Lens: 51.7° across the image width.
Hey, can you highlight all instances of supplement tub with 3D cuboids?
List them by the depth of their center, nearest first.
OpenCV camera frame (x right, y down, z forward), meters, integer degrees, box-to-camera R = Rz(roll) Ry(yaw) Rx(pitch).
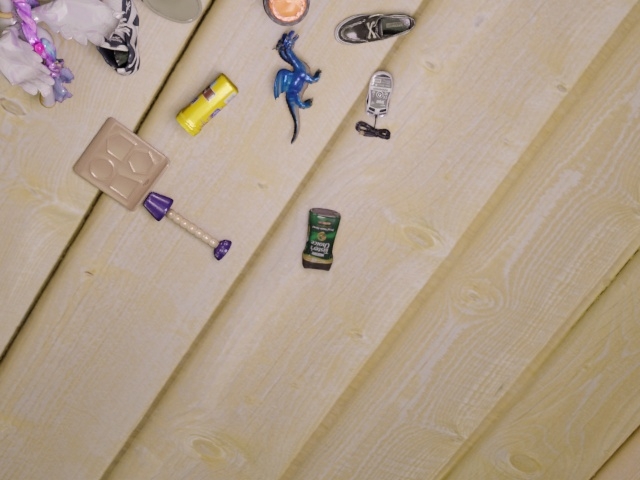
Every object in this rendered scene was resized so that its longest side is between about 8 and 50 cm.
[{"bbox_3d":[-0.088,-0.609,1.687,0.117,0.190,0.117,-2,110,-5],"label":"supplement tub"}]

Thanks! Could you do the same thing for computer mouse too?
[{"bbox_3d":[0.164,-0.386,1.876,0.106,0.042,0.193,8,115,-4],"label":"computer mouse"}]

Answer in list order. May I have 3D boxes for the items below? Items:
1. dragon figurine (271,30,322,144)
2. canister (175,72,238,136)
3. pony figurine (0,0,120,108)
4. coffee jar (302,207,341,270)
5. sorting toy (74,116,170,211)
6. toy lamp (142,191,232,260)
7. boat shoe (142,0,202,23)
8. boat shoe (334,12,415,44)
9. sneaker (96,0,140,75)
[{"bbox_3d":[-0.086,-0.421,1.812,0.144,0.085,0.289,15,107,-11],"label":"dragon figurine"},{"bbox_3d":[-0.304,-0.370,1.789,0.170,0.126,0.073,-42,109,7],"label":"canister"},{"bbox_3d":[-0.690,-0.483,1.584,0.351,0.363,0.303,39,64,4],"label":"pony figurine"},{"bbox_3d":[0.000,0.000,1.979,0.096,0.079,0.184,6,110,-8],"label":"coffee jar"},{"bbox_3d":[-0.559,-0.214,1.869,0.208,0.038,0.193,37,102,-12],"label":"sorting toy"},{"bbox_3d":[-0.390,-0.044,1.925,0.274,0.080,0.080,38,102,-18],"label":"toy lamp"},{"bbox_3d":[-0.446,-0.672,1.654,0.340,0.113,0.127,19,123,-41],"label":"boat shoe"},{"bbox_3d":[0.147,-0.577,1.787,0.219,0.070,0.078,-12,111,-1],"label":"boat shoe"},{"bbox_3d":[-0.519,-0.535,1.689,0.094,0.153,0.235,0,110,-8],"label":"sneaker"}]
